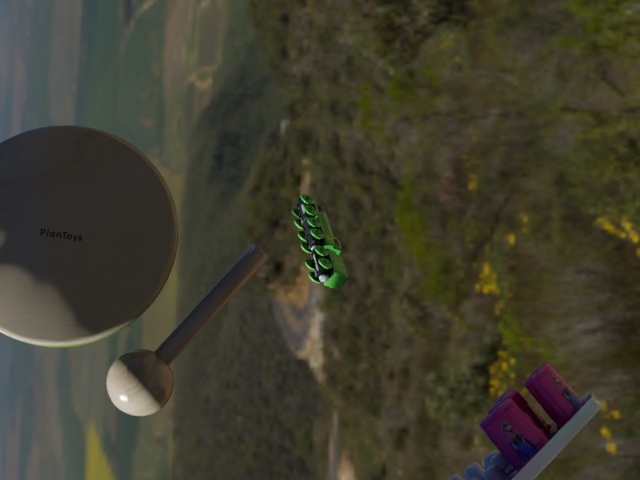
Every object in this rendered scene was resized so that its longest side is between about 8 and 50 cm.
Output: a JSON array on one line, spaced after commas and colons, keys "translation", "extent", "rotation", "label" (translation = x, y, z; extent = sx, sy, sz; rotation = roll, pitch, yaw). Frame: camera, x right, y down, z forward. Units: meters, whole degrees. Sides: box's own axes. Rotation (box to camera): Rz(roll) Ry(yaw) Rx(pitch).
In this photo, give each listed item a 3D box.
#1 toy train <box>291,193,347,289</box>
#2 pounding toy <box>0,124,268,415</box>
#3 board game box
[{"translation": [0.000, 0.000, 0.806], "extent": [0.017, 0.024, 0.083], "rotation": [-55, 28, 27], "label": "toy train"}, {"translation": [-0.185, 0.022, 1.063], "extent": [0.183, 0.237, 0.110], "rotation": [-53, -6, -15], "label": "pounding toy"}, {"translation": [-0.019, 0.269, 0.906], "extent": [0.050, 0.390, 0.390], "rotation": [49, 148, 8], "label": "board game box"}]
